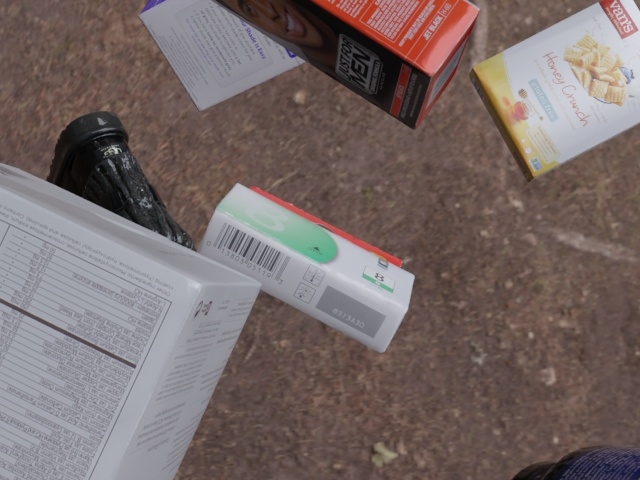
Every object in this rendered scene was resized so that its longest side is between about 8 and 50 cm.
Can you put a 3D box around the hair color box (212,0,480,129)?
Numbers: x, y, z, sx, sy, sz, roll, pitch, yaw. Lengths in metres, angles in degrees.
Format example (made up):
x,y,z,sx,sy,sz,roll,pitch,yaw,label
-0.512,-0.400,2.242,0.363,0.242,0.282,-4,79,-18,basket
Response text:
x,y,z,sx,sy,sz,roll,pitch,yaw,label
0.001,-0.117,0.489,0.141,0.072,0.043,34,77,7,hair color box

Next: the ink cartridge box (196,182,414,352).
x,y,z,sx,sy,sz,roll,pitch,yaw,label
0.000,0.000,0.944,0.181,0.056,0.225,27,22,-1,ink cartridge box

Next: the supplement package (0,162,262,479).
x,y,z,sx,sy,sz,roll,pitch,yaw,label
-0.189,0.103,0.605,0.198,0.199,0.263,25,90,6,supplement package

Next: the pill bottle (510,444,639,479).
x,y,z,sx,sy,sz,roll,pitch,yaw,label
0.209,0.193,0.652,0.122,0.219,0.123,3,81,-23,pill bottle

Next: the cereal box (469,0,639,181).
x,y,z,sx,sy,sz,roll,pitch,yaw,label
0.345,-0.209,1.379,0.240,0.047,0.173,-28,83,-2,cereal box

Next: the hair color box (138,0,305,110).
x,y,z,sx,sy,sz,roll,pitch,yaw,label
-0.085,-0.359,1.582,0.185,0.339,0.110,58,23,-27,hair color box

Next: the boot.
x,y,z,sx,sy,sz,roll,pitch,yaw,label
-0.310,0.006,1.524,0.131,0.348,0.260,-23,68,-27,boot
